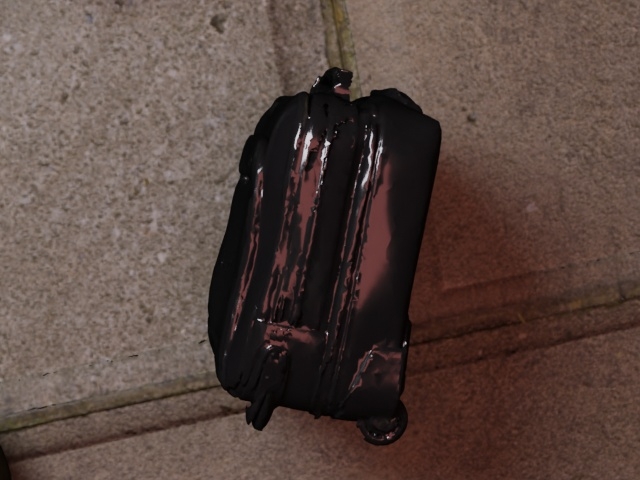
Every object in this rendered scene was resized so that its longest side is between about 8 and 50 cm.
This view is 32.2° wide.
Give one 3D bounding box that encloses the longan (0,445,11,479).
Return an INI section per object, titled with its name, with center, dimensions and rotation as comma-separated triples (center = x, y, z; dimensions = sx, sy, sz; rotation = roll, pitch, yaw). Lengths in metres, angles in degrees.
[longan]
center = -0.434, 0.274, 1.125
dimensions = 0.248, 0.248, 0.248
rotation = -1, 95, -11

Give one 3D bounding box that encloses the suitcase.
[suitcase]
center = 0.000, 0.000, 1.115
dimensions = 0.188, 0.345, 0.339
rotation = 11, 95, -8
